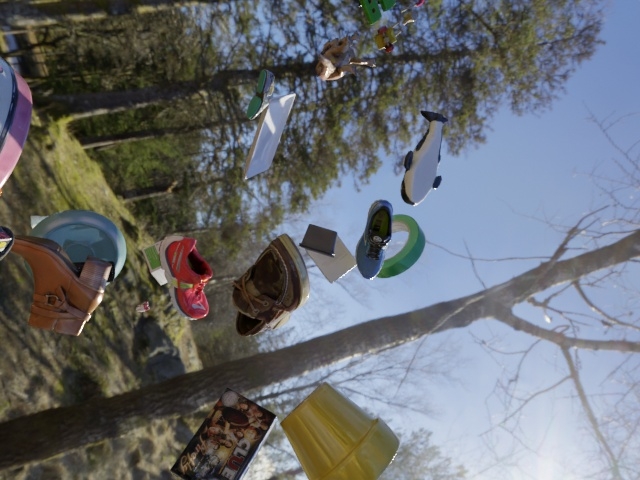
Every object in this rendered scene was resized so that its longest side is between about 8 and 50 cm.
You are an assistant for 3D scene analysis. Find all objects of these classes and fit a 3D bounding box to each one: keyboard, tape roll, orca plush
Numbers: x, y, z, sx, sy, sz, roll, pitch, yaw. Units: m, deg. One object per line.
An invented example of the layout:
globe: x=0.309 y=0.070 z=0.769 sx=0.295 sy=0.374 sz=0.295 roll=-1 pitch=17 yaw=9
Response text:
keyboard: x=-0.775 y=0.121 z=1.455 sx=0.038 sy=0.192 sz=0.100 roll=-169 pitch=-104 yaw=-73
tape roll: x=0.324 y=0.023 z=2.069 sx=0.077 sy=0.321 sz=0.321 roll=46 pitch=-1 yaw=-34
orca plush: x=0.279 y=-0.239 z=1.316 sx=0.102 sy=0.151 sz=0.287 roll=3 pitch=-94 yaw=57

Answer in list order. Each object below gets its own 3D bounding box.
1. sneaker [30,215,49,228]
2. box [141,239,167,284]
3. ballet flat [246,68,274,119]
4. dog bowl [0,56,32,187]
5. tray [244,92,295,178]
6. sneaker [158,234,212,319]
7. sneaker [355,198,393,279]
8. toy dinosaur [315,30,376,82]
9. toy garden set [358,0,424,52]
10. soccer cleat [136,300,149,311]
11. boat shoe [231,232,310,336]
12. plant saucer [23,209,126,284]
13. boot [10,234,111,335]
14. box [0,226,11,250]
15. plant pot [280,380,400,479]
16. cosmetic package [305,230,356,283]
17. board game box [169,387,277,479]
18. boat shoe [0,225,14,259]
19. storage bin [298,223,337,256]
sneaker: x=-0.988 y=-0.046 z=1.597 sx=0.152 sy=0.061 sz=0.054 roll=133 pitch=-56 yaw=-62
box: x=-0.524 y=0.072 z=1.483 sx=0.101 sy=0.087 sz=0.102 roll=57 pitch=-16 yaw=27
ballet flat: x=-0.129 y=-0.323 z=1.002 sx=0.041 sy=0.041 sz=0.114 roll=53 pitch=-55 yaw=47
dog bowl: x=-0.710 y=-0.202 z=0.818 sx=0.150 sy=0.408 sz=0.408 roll=36 pitch=25 yaw=-60
tray: x=-0.164 y=-0.321 z=1.356 sx=0.030 sy=0.145 sz=0.270 roll=32 pitch=-57 yaw=11
sneaker: x=-0.352 y=0.111 z=1.228 sx=0.107 sy=0.118 sz=0.279 roll=-75 pitch=159 yaw=-54
sneaker: x=0.215 y=0.001 z=1.793 sx=0.147 sy=0.130 sz=0.330 roll=-62 pitch=162 yaw=-78
toy dinosaur: x=0.040 y=-0.566 z=1.421 sx=0.200 sy=0.296 sz=0.127 roll=-7 pitch=-61 yaw=34
toy garden set: x=0.203 y=-0.683 z=1.271 sx=0.049 sy=0.244 sz=0.204 roll=18 pitch=-32 yaw=50
soccer cleat: x=-0.544 y=0.204 z=1.363 sx=0.083 sy=0.035 sz=0.029 roll=176 pitch=-99 yaw=-73
boat shoe: x=-0.117 y=0.112 z=0.906 sx=0.123 sy=0.123 sz=0.342 roll=58 pitch=-29 yaw=17
plant saucer: x=-0.838 y=0.052 z=1.541 sx=0.044 sy=0.317 sz=0.317 roll=32 pitch=-45 yaw=52
boot: x=-0.731 y=0.118 z=1.188 sx=0.220 sy=0.283 sz=0.109 roll=-65 pitch=-156 yaw=1
box: x=-0.502 y=-0.038 z=0.595 sx=0.137 sy=0.027 sz=0.094 roll=45 pitch=9 yaw=4
plant pot: x=0.032 y=0.508 z=1.147 sx=0.239 sy=0.254 sz=0.254 roll=47 pitch=-26 yaw=13
cosmetic package: x=0.046 y=0.071 z=1.978 sx=0.183 sy=0.151 sz=0.151 roll=54 pitch=-3 yaw=-3
board game box: x=-0.244 y=0.530 z=1.161 sx=0.165 sy=0.243 sz=0.042 roll=23 pitch=-39 yaw=16
boat shoe: x=-0.519 y=0.031 z=0.639 sx=0.080 sy=0.076 sz=0.228 roll=56 pitch=5 yaw=-15
storage bin: x=0.000 y=0.000 z=1.585 sx=0.098 sy=0.135 sz=0.091 roll=49 pitch=59 yaw=-83
